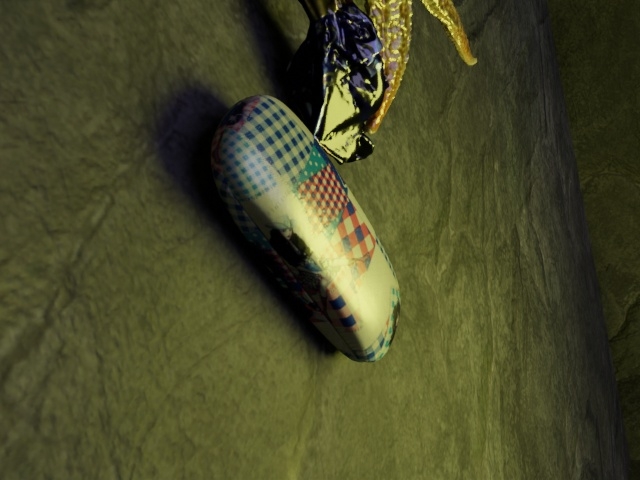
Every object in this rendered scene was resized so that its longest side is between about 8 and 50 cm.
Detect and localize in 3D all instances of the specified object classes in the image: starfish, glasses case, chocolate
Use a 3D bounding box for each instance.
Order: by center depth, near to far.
[{"bbox_3d":[0.000,0.000,0.589,0.327,0.076,0.125,56,39,-34],"label":"glasses case"},{"bbox_3d":[0.001,-0.241,0.608,0.148,0.126,0.343,-47,123,-35],"label":"chocolate"},{"bbox_3d":[0.076,-0.371,0.773,0.398,0.132,0.384,-49,126,-46],"label":"starfish"}]
